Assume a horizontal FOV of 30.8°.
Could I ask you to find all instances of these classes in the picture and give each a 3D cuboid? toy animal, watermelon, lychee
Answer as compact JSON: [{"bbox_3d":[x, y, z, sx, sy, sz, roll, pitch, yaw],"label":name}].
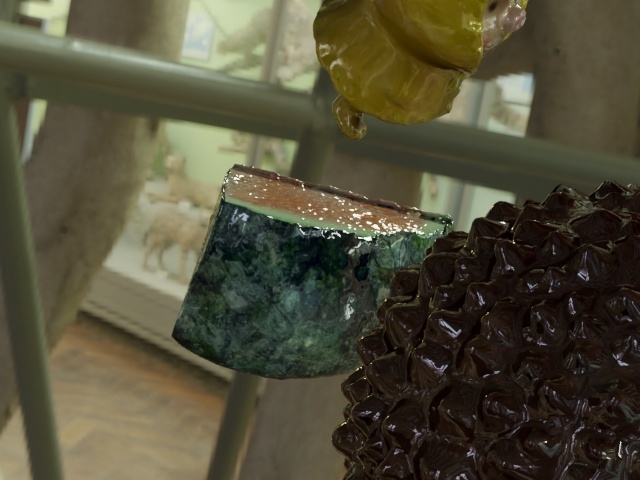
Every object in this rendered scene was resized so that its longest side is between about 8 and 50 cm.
[{"bbox_3d":[0.075,-0.173,0.897,0.156,0.229,0.156,14,50,-18],"label":"toy animal"},{"bbox_3d":[0.000,0.000,1.114,0.318,0.148,0.226,-13,46,-32],"label":"watermelon"},{"bbox_3d":[0.176,0.109,0.618,0.330,0.306,0.306,20,9,11],"label":"lychee"}]
